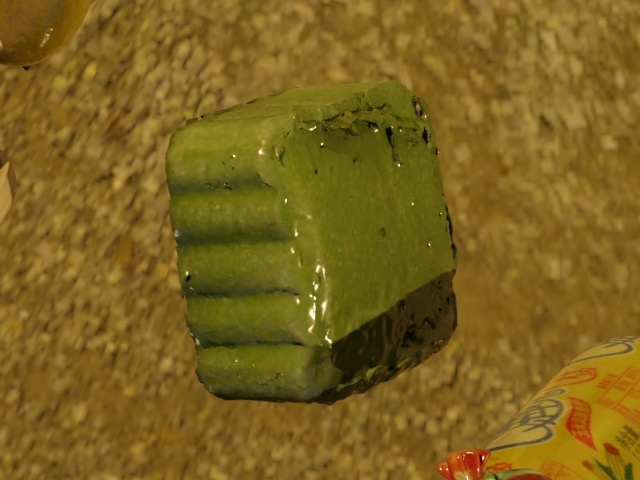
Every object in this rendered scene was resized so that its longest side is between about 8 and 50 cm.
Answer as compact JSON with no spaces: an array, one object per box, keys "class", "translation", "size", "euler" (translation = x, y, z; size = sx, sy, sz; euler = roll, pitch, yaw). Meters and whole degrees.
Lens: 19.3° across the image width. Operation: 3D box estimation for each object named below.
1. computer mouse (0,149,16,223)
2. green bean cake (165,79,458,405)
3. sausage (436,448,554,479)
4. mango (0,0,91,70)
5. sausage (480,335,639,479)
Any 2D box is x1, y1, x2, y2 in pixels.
[{"class":"computer mouse","translation":[-0.278,0.022,1.177],"size":[0.082,0.145,0.236],"euler":[37,130,-11]},{"class":"green bean cake","translation":[0.000,0.000,1.261],"size":[0.113,0.214,0.200],"euler":[-4,102,34]},{"class":"sausage","translation":[0.106,0.195,0.732],"size":[0.083,0.083,0.264],"euler":[-22,102,18]},{"class":"mango","translation":[-0.246,-0.246,1.598],"size":[0.137,0.091,0.237],"euler":[42,138,8]},{"class":"sausage","translation":[0.171,0.151,1.203],"size":[0.123,0.347,0.123],"euler":[11,114,25]}]
